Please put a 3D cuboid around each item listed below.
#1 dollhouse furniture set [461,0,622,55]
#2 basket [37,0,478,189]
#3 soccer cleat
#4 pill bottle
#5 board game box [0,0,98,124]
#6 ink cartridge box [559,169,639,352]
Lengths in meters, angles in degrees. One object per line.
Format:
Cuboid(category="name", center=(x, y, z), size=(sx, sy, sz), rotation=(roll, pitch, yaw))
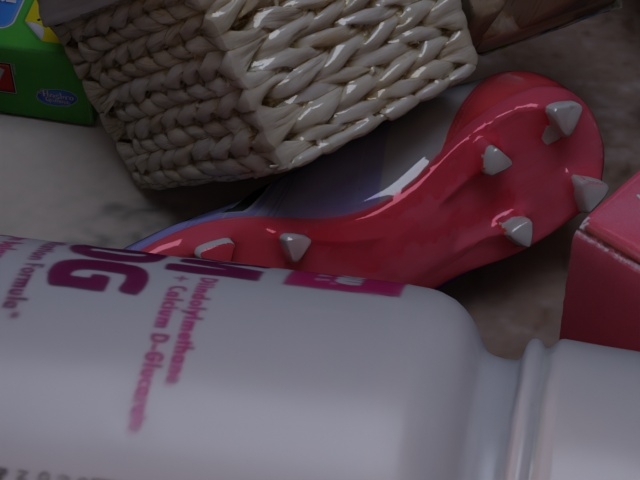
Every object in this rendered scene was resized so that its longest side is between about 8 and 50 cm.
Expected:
Cuboid(category="dollhouse furniture set", center=(0.132, -0.286, 0.934), size=(0.362, 0.256, 0.394), rotation=(-22, 81, -13))
Cuboid(category="basket", center=(-0.027, -0.088, 0.783), size=(0.113, 0.103, 0.167), rotation=(-29, 13, -24))
Cuboid(category="soccer cleat", center=(0.000, 0.000, 0.778), size=(0.248, 0.083, 0.095), rotation=(-26, 21, -15))
Cuboid(category="pill bottle", center=(-0.034, 0.086, 0.629), size=(0.283, 0.160, 0.160), rotation=(7, 48, 7))
Cuboid(category="board game box", center=(-0.172, -0.194, 0.970), size=(0.213, 0.046, 0.317), rotation=(7, 48, 9))
Cuboid(category="ink cartridge box", center=(0.258, 0.045, 0.690), size=(0.283, 0.117, 0.207), rotation=(34, 56, 29))
